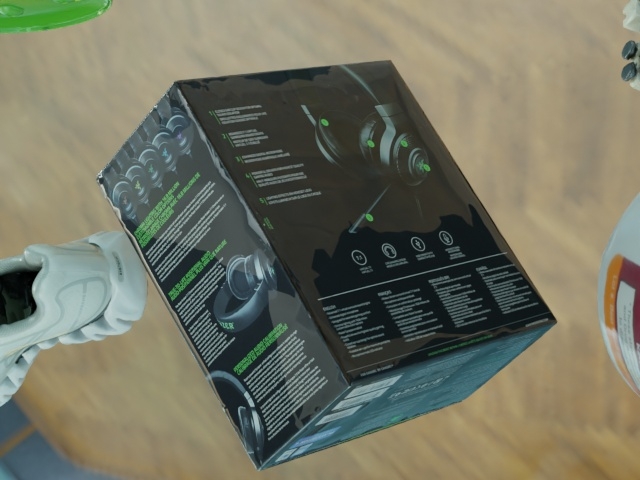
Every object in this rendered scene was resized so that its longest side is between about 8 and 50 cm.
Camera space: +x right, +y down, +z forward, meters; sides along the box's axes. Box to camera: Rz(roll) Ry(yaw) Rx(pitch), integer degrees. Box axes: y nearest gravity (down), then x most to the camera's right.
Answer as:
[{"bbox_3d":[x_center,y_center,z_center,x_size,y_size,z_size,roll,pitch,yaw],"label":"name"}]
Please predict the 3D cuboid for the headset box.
[{"bbox_3d":[0.000,0.000,1.310,0.131,0.246,0.283,-45,68,39],"label":"headset box"}]

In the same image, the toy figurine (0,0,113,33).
[{"bbox_3d":[-0.227,-0.238,1.176,0.130,0.173,0.159,-9,83,27],"label":"toy figurine"}]

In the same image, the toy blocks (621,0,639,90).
[{"bbox_3d":[0.544,-0.294,1.945,0.309,0.288,0.260,18,149,-22],"label":"toy blocks"}]

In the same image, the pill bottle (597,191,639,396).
[{"bbox_3d":[0.352,0.075,1.104,0.224,0.224,0.392,58,176,-18],"label":"pill bottle"}]

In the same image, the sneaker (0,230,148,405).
[{"bbox_3d":[-0.285,0.072,1.468,0.292,0.118,0.110,-32,70,31],"label":"sneaker"}]
